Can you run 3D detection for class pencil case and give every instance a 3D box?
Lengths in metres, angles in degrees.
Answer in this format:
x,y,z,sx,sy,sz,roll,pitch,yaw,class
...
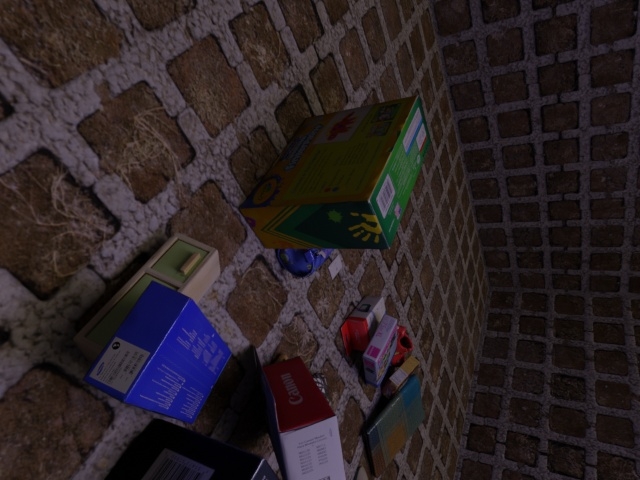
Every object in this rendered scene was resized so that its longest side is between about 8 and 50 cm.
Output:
x,y,z,sx,sy,sz,roll,pitch,yaw,class
0.000,0.000,1.242,0.306,0.133,0.119,-37,117,-52,pencil case

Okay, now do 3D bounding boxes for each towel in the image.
x,y,z,sx,sy,sz,roll,pitch,yaw,class
0.318,0.771,1.726,0.370,0.040,0.271,-31,119,-38,towel

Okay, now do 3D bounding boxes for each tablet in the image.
x,y,z,sx,sy,sz,roll,pitch,yaw,class
0.053,0.093,1.438,0.083,0.006,0.054,-47,128,-46,tablet

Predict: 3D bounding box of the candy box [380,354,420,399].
x,y,z,sx,sy,sz,roll,pitch,yaw,class
0.346,0.590,1.774,0.187,0.053,0.109,-27,146,-41,candy box

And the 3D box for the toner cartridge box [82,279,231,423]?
x,y,z,sx,sy,sz,roll,pitch,yaw,class
-0.258,0.217,0.728,0.347,0.075,0.165,92,24,-61,toner cartridge box

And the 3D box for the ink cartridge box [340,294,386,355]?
x,y,z,sx,sy,sz,roll,pitch,yaw,class
0.170,0.322,1.551,0.231,0.078,0.134,-40,123,-50,ink cartridge box

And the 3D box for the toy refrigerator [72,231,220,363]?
x,y,z,sx,sy,sz,roll,pitch,yaw,class
-0.305,0.112,0.762,0.094,0.102,0.269,100,17,-48,toy refrigerator

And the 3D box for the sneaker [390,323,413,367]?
x,y,z,sx,sy,sz,roll,pitch,yaw,class
0.342,0.465,1.771,0.107,0.118,0.279,-59,143,-39,sneaker

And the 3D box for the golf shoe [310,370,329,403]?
x,y,z,sx,sy,sz,roll,pitch,yaw,class
-0.031,0.436,1.255,0.198,0.077,0.093,61,28,-43,golf shoe

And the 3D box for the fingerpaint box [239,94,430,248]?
x,y,z,sx,sy,sz,roll,pitch,yaw,class
0.058,-0.181,1.113,0.163,0.371,0.444,61,41,-37,fingerpaint box

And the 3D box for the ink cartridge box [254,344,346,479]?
x,y,z,sx,sy,sz,roll,pitch,yaw,class
-0.060,0.411,0.977,0.130,0.309,0.271,-11,102,-16,ink cartridge box

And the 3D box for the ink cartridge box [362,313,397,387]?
x,y,z,sx,sy,sz,roll,pitch,yaw,class
0.230,0.434,1.556,0.185,0.065,0.311,-55,154,-30,ink cartridge box

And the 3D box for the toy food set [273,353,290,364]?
x,y,z,sx,sy,sz,roll,pitch,yaw,class
-0.109,0.371,1.168,0.082,0.020,0.083,59,43,-39,toy food set

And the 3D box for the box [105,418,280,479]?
x,y,z,sx,sy,sz,roll,pitch,yaw,class
-0.194,0.573,0.780,0.212,0.294,0.395,-54,132,-42,box

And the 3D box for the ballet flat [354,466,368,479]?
x,y,z,sx,sy,sz,roll,pitch,yaw,class
0.152,0.977,1.510,0.086,0.086,0.248,51,49,-44,ballet flat
